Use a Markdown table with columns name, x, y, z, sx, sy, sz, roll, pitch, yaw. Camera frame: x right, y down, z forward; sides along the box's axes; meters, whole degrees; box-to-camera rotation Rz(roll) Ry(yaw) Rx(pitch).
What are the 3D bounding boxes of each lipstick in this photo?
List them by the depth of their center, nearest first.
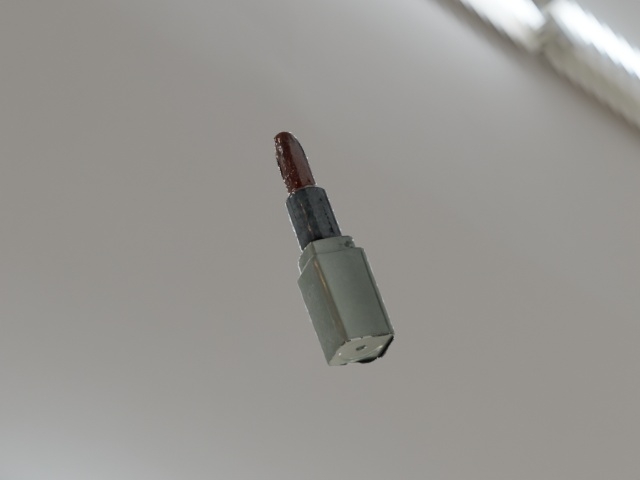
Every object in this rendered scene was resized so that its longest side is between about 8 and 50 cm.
| name | x | y | z | sx | sy | sz | roll | pitch | yaw |
| --- | --- | --- | --- | --- | --- | --- | --- | --- | --- |
| lipstick | 0.000 | 0.000 | 0.775 | 0.025 | 0.025 | 0.107 | -9 | -117 | -24 |
